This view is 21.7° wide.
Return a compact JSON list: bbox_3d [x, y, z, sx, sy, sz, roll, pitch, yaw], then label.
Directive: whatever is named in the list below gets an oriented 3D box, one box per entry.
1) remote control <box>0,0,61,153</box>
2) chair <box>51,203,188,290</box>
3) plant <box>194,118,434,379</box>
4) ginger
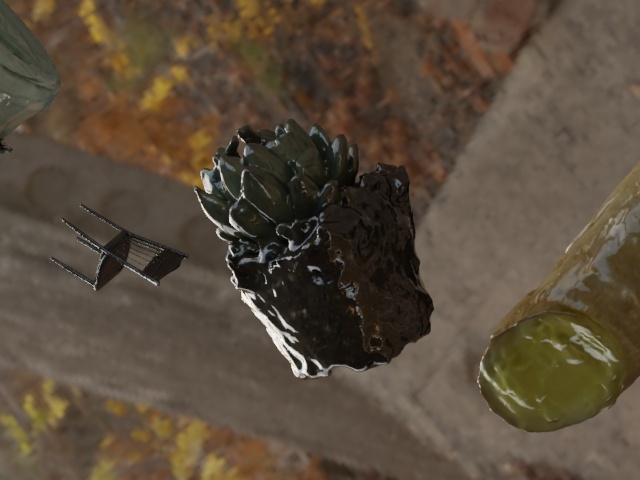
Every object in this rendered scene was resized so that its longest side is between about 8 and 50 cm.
[{"bbox_3d":[-0.187,-0.115,0.531,0.247,0.052,0.104,40,-170,-21],"label":"remote control"},{"bbox_3d":[-0.131,0.013,1.087,0.086,0.037,0.042,27,130,17],"label":"chair"},{"bbox_3d":[0.000,0.000,1.236,0.132,0.129,0.194,-14,106,40],"label":"plant"},{"bbox_3d":[0.265,0.022,1.393,0.126,0.354,0.190,42,-170,-2],"label":"ginger"}]
